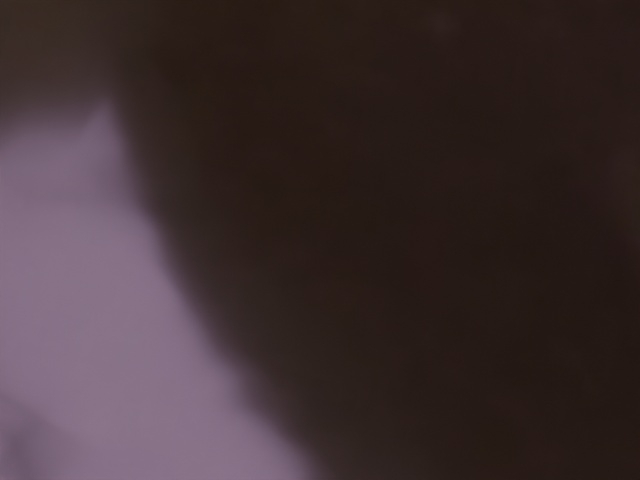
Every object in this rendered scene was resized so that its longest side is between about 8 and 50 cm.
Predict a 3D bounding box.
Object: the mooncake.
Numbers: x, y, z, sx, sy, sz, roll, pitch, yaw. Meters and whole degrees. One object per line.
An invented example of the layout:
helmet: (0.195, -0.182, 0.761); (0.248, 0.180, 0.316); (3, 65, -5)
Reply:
mooncake: (0.036, -0.031, 0.529); (0.467, 0.262, 0.467); (2, 81, -10)
